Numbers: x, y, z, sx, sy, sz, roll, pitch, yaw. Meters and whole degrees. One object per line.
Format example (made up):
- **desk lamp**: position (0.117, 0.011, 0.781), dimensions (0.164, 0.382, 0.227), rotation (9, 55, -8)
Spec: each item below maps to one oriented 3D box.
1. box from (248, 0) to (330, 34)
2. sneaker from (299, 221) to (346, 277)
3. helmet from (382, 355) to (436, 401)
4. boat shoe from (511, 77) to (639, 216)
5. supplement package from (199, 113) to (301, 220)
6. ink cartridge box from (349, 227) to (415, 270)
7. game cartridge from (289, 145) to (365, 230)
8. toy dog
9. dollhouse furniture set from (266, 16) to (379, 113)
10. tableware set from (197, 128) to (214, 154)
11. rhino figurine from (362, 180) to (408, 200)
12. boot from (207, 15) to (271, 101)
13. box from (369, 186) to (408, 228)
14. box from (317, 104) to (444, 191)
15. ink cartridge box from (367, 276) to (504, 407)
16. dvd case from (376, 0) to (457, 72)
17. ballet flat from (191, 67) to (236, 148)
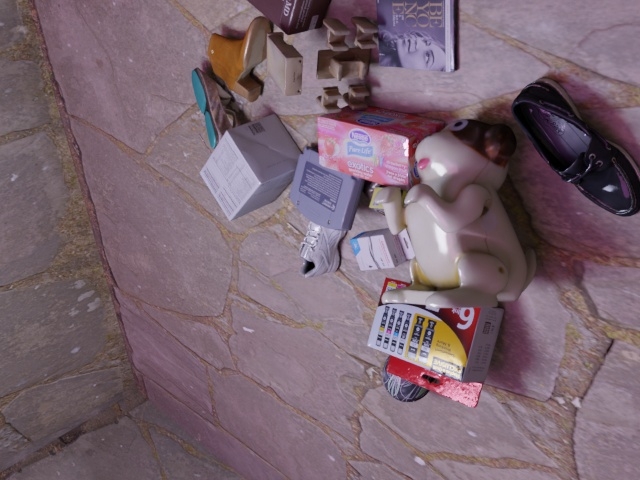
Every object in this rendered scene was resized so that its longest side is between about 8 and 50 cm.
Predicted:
- **box**: position (-0.139, -0.726, 1.594), dimensions (0.381, 0.143, 0.191), rotation (43, 139, 19)
- **sneaker**: position (0.000, 0.000, 1.899), dimensions (0.111, 0.129, 0.296), rotation (32, 133, 36)
- **helmet**: position (0.264, 0.392, 1.815), dimensions (0.170, 0.162, 0.169), rotation (28, 131, 36)
- **boat shoe**: position (0.506, -0.174, 1.221), dimensions (0.340, 0.113, 0.127), rotation (57, 142, 6)
- **supplement package**: position (-0.218, -0.229, 1.943), dimensions (0.198, 0.199, 0.263), rotation (57, 143, 6)
- **ink cartridge box**: position (0.178, 0.024, 1.766), dimensions (0.180, 0.060, 0.104), rotation (-10, 105, 51)
- **game cartridge**: position (0.014, -0.144, 1.756), dimensions (0.294, 0.060, 0.195), rotation (35, 111, 50)
- **toy dog**: position (0.322, -0.063, 1.343), dimensions (0.284, 0.396, 0.407), rotation (172, 97, -78)
- **dollhouse furniture set**: position (0.002, -0.453, 1.546), dimensions (0.161, 0.242, 0.212), rotation (-121, 28, -47)
- **tableware set**: position (-0.340, -0.318, 2.163), dimensions (0.128, 0.039, 0.194), rotation (-21, 103, 41)
- **rhino figurine**: position (0.159, -0.144, 1.671), dimensions (0.243, 0.073, 0.106), rotation (45, 141, 26)
- **boot**: position (-0.259, -0.581, 1.848), dimensions (0.211, 0.104, 0.295), rotation (43, 143, 22)
- **box**: position (0.230, -0.064, 1.530), dimensions (0.087, 0.232, 0.058), rotation (8, 77, 47)
- **box**: position (0.148, -0.243, 1.556), dimensions (0.300, 0.154, 0.142), rotation (23, 129, 40)
- **ink cartridge box**: position (0.293, 0.267, 1.631), dimensions (0.310, 0.130, 0.271), rotation (13, 88, 44)
- **dvd case**: position (0.222, -0.484, 1.430), dimensions (0.221, 0.018, 0.164), rotation (19, 126, 41)
- **ballet flat**: position (-0.342, -0.434, 2.020), dimensions (0.107, 0.106, 0.315), rotation (-48, 56, 59)
